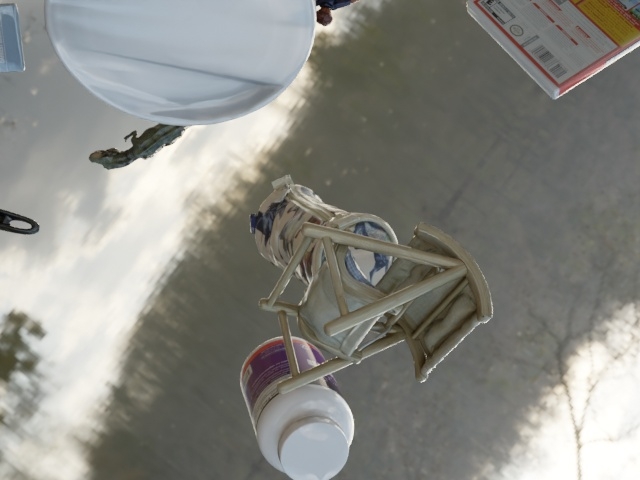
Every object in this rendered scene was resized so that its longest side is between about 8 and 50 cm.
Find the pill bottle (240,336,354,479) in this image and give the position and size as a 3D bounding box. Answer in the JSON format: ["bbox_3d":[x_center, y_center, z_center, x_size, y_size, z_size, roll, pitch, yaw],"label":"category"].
[{"bbox_3d":[-0.043,0.321,1.951,0.181,0.181,0.323,-53,-158,8],"label":"pill bottle"}]

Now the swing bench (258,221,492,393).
[{"bbox_3d":[0.074,0.097,1.486,0.255,0.165,0.253,-3,153,-21],"label":"swing bench"}]

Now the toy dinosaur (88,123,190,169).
[{"bbox_3d":[-0.236,-0.184,1.632,0.268,0.064,0.118,-31,-162,4],"label":"toy dinosaur"}]

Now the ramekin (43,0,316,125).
[{"bbox_3d":[-0.140,-0.257,1.058,0.127,0.273,0.273,-93,-154,-42],"label":"ramekin"}]

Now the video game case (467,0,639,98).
[{"bbox_3d":[0.384,-0.344,1.473,0.285,0.204,0.025,-33,153,-8],"label":"video game case"}]

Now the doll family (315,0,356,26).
[{"bbox_3d":[-0.041,-0.352,1.409,0.076,0.193,0.111,67,32,-50],"label":"doll family"}]

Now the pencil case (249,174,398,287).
[{"bbox_3d":[0.000,0.000,1.850,0.160,0.183,0.410,-31,-162,-12],"label":"pencil case"}]

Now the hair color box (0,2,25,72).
[{"bbox_3d":[-0.683,-0.313,1.665,0.375,0.113,0.185,-8,-169,-19],"label":"hair color box"}]

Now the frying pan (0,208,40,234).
[{"bbox_3d":[-0.588,-0.042,1.483,0.197,0.326,0.053,-51,162,-12],"label":"frying pan"}]
